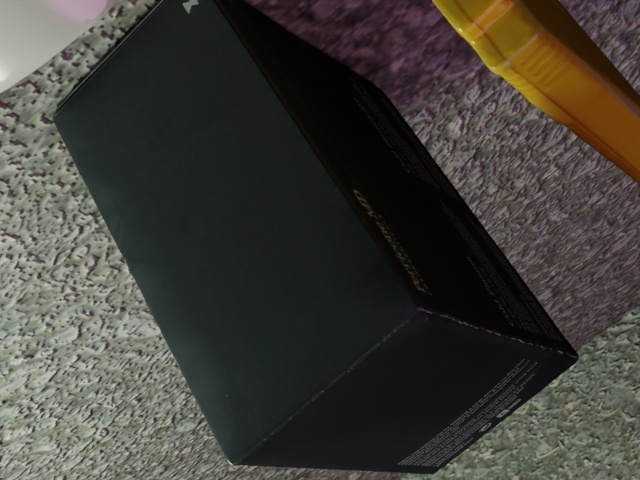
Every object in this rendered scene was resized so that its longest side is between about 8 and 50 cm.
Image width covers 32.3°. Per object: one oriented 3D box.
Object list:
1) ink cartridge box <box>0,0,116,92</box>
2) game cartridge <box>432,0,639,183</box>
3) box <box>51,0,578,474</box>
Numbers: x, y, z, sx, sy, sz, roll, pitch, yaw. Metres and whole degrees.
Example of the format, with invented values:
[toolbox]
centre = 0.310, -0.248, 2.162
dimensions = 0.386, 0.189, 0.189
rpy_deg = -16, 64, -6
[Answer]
[ink cartridge box]
centre = -0.249, -0.151, 0.480
dimensions = 0.308, 0.091, 0.385
rpy_deg = 34, 94, -44
[game cartridge]
centre = 0.122, -0.185, 0.804
dimensions = 0.053, 0.285, 0.324
rpy_deg = -43, 150, 20
[box]
centre = 0.000, 0.000, 0.909
dimensions = 0.179, 0.343, 0.312
rpy_deg = -41, 150, 16
